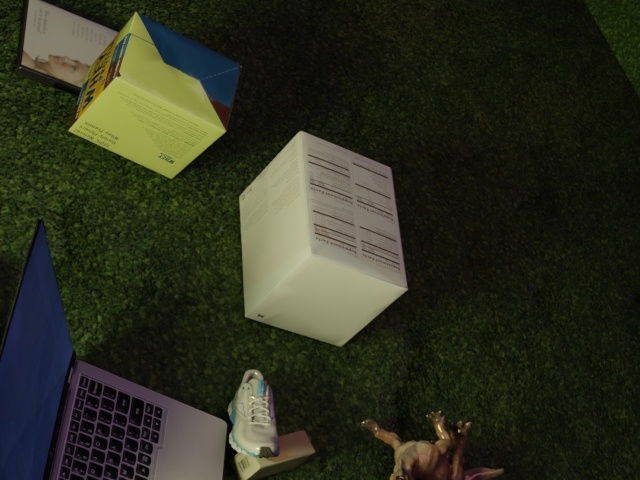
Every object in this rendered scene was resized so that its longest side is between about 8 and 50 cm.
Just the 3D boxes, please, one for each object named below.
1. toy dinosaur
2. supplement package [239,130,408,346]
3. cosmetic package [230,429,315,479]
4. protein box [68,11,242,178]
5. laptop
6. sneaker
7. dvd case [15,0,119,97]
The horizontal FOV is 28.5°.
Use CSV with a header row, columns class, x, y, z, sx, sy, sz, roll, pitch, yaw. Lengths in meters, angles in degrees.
class,x,y,z,sx,sy,sz,roll,pitch,yaw
toy dinosaur,0.173,0.389,2.009,0.295,0.127,0.200,27,49,-39
supplement package,0.000,0.000,2.119,0.198,0.199,0.263,20,46,-29
cosmetic package,-0.072,0.324,1.891,0.115,0.060,0.041,-6,61,-45
protein box,-0.271,-0.232,2.062,0.199,0.201,0.136,25,58,-23
laptop,-0.257,0.247,1.623,0.407,0.236,0.382,26,36,-19
sneaker,-0.097,0.250,1.855,0.071,0.083,0.191,8,19,-17
dvd case,-0.400,-0.312,2.179,0.253,0.022,0.180,20,46,-28
